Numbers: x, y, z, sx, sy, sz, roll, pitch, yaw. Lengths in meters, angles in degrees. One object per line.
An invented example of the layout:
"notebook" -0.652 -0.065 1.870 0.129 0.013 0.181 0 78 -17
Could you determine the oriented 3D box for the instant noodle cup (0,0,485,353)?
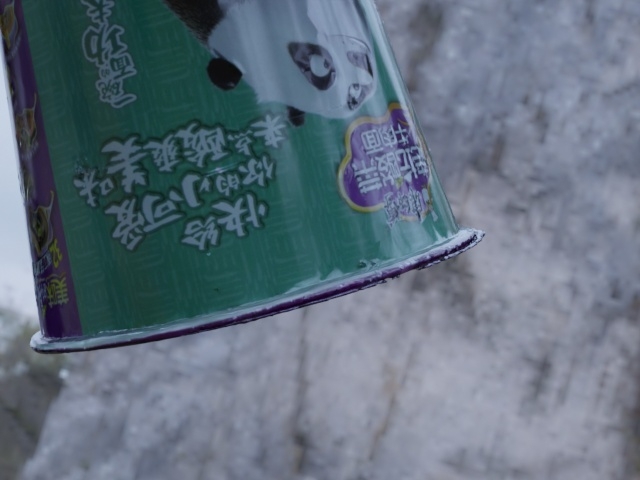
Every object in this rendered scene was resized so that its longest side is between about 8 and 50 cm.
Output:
"instant noodle cup" -0.056 -0.063 0.945 0.251 0.190 0.251 -14 5 1
